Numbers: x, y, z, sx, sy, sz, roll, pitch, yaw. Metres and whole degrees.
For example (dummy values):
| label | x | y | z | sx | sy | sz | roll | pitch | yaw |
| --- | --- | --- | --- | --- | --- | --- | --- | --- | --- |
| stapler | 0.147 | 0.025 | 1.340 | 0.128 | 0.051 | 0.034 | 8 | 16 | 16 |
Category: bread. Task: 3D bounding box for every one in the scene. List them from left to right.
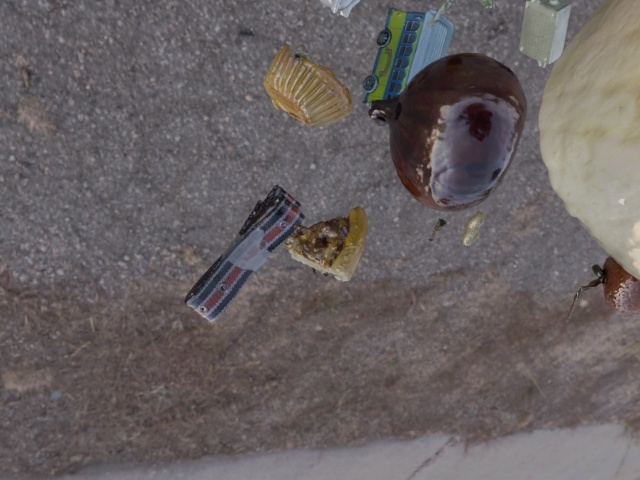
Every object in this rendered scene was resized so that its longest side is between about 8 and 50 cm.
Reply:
| label | x | y | z | sx | sy | sz | roll | pitch | yaw |
| --- | --- | --- | --- | --- | --- | --- | --- | --- | --- |
| bread | -0.039 | -0.431 | 1.825 | 0.149 | 0.274 | 0.274 | -51 | 145 | -6 |

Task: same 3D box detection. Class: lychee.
| label | x | y | z | sx | sy | sz | roll | pitch | yaw |
| --- | --- | --- | --- | --- | --- | --- | --- | --- | --- |
| lychee | 0.469 | 0.065 | 0.968 | 0.140 | 0.114 | 0.101 | 9 | 163 | -13 |

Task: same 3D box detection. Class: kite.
| label | x | y | z | sx | sy | sz | roll | pitch | yaw |
| --- | --- | --- | --- | --- | --- | --- | --- | --- | --- |
| kite | 0.370 | -0.668 | 1.670 | 0.250 | 0.229 | 0.012 | -53 | 158 | 25 |

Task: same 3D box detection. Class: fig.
| label | x | y | z | sx | sy | sz | roll | pitch | yaw |
| --- | --- | --- | --- | --- | --- | --- | --- | --- | --- |
| fig | 0.195 | -0.163 | 0.942 | 0.214 | 0.235 | 0.235 | 18 | 128 | -24 |

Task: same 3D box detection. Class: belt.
| label | x | y | z | sx | sy | sz | roll | pitch | yaw |
| --- | --- | --- | --- | --- | --- | --- | --- | --- | --- |
| belt | -0.179 | 0.034 | 1.489 | 0.094 | 0.126 | 0.359 | 40 | 88 | -25 |

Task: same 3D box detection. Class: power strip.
| label | x | y | z | sx | sy | sz | roll | pitch | yaw |
| --- | --- | --- | --- | --- | --- | --- | --- | --- | --- |
| power strip | 0.410 | -0.404 | 1.143 | 0.042 | 0.075 | 0.175 | -33 | 143 | -21 |

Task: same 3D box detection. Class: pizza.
| label | x | y | z | sx | sy | sz | roll | pitch | yaw |
| --- | --- | --- | --- | --- | --- | --- | --- | --- | --- |
| pizza | -0.001 | 0.000 | 1.191 | 0.193 | 0.154 | 0.069 | -4 | 151 | 37 |

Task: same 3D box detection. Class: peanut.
| label | x | y | z | sx | sy | sz | roll | pitch | yaw |
| --- | --- | --- | --- | --- | --- | --- | --- | --- | --- |
| peanut | 0.346 | -0.027 | 1.430 | 0.037 | 0.037 | 0.083 | -1 | 117 | -33 |

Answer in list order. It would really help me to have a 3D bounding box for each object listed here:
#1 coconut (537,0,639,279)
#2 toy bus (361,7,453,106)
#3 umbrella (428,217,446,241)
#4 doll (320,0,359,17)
| label | x | y | z | sx | sy | sz | roll | pitch | yaw |
| --- | --- | --- | --- | --- | --- | --- | --- | --- | --- |
| coconut | 0.316 | -0.095 | 0.407 | 0.328 | 0.329 | 0.329 | -18 | 145 | -13 |
| toy bus | 0.265 | -0.538 | 1.932 | 0.152 | 0.190 | 0.312 | 9 | 99 | -47 |
| umbrella | 0.276 | -0.025 | 1.494 | 0.020 | 0.031 | 0.083 | 19 | 137 | -12 |
| doll | -0.071 | -0.564 | 1.347 | 0.188 | 0.384 | 0.099 | -17 | 127 | -60 |
